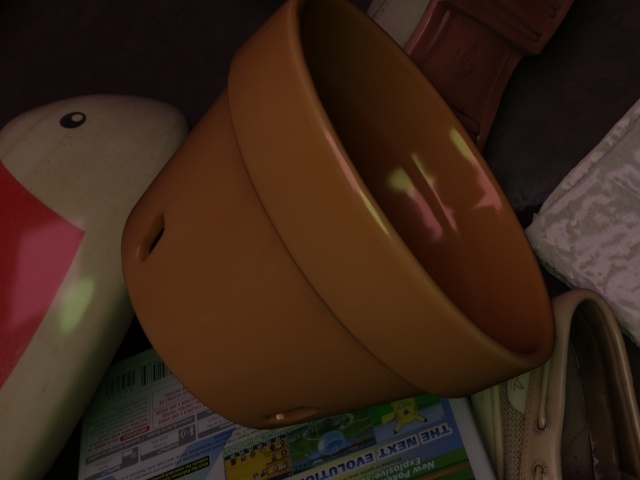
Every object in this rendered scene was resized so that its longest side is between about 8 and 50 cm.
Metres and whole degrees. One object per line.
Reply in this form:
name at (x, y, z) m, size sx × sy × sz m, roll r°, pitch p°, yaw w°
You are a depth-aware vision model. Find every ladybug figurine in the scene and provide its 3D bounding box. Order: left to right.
ladybug figurine at (-0.269, 0.061, 0.801) m, size 0.449 × 0.162 × 0.305 m, roll -61°, pitch 17°, yaw 6°

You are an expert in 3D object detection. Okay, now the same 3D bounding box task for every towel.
towel at (0.308, 0.019, 0.688) m, size 0.187 × 0.049 × 0.282 m, roll -47°, pitch 63°, yaw 7°

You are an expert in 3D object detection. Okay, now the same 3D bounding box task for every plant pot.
plant pot at (0.000, 0.000, 0.639) m, size 0.203 × 0.291 × 0.291 m, roll -32°, pitch 64°, yaw 24°

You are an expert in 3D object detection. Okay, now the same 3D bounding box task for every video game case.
video game case at (-0.043, 0.165, 0.714) m, size 0.329 × 0.036 × 0.300 m, roll -22°, pitch 39°, yaw 7°

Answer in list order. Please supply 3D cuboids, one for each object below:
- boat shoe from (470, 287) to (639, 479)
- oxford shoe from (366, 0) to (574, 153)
boat shoe at (0.184, 0.203, 0.628) m, size 0.110 × 0.121 × 0.341 m, roll -39°, pitch 53°, yaw 53°
oxford shoe at (0.078, -0.138, 0.816) m, size 0.397 × 0.140 × 0.146 m, roll -51°, pitch 30°, yaw 9°
